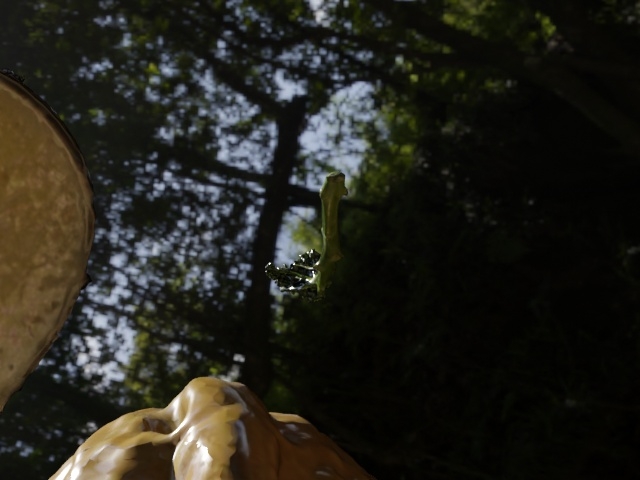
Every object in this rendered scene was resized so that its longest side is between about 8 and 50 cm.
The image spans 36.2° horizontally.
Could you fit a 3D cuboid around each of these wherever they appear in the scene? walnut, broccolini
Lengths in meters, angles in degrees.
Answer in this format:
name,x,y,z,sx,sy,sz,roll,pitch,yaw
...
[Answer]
name,x,y,z,sx,sy,sz,roll,pitch,yaw
walnut,-0.047,0.201,0.491,0.257,0.225,0.256,-177,90,-73
broccolini,0.004,0.007,0.730,0.054,0.052,0.194,-26,-14,-22

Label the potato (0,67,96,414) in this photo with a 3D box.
name,x,y,z,sx,sy,sz,roll,pitch,yaw
potato,-0.207,0.006,0.391,0.202,0.117,0.182,-50,-65,-27
